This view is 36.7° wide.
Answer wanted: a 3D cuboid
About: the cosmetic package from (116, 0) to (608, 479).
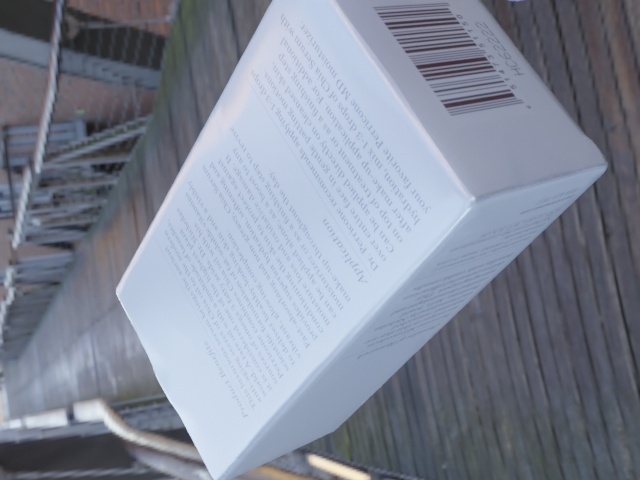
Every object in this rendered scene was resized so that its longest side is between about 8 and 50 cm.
[{"bbox_3d":[0.000,0.000,0.832,0.230,0.161,0.453,59,138,19],"label":"cosmetic package"}]
